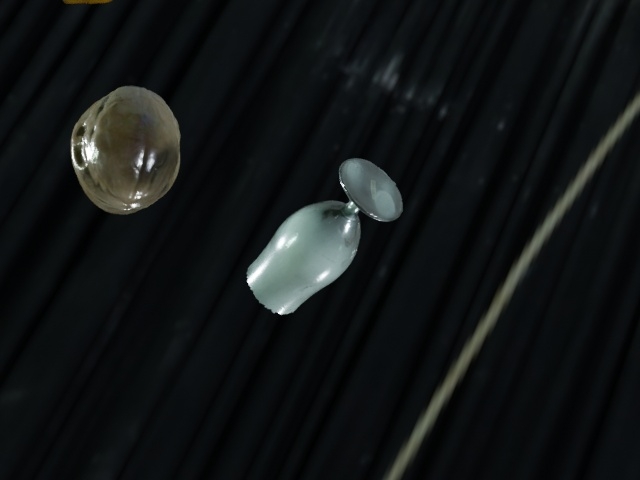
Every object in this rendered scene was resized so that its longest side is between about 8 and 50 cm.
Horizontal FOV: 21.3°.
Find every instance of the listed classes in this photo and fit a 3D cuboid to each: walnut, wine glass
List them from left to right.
[{"bbox_3d":[-0.237,-0.111,2.082,0.140,0.162,0.140,-8,157,-3],"label":"walnut"},{"bbox_3d":[0.000,0.000,1.952,0.093,0.093,0.202,34,128,-13],"label":"wine glass"}]

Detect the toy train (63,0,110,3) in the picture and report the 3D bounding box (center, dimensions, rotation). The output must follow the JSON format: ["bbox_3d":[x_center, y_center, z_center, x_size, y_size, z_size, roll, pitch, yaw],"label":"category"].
[{"bbox_3d":[-0.146,-0.276,0.982,0.231,0.369,0.163,0,130,11],"label":"toy train"}]
